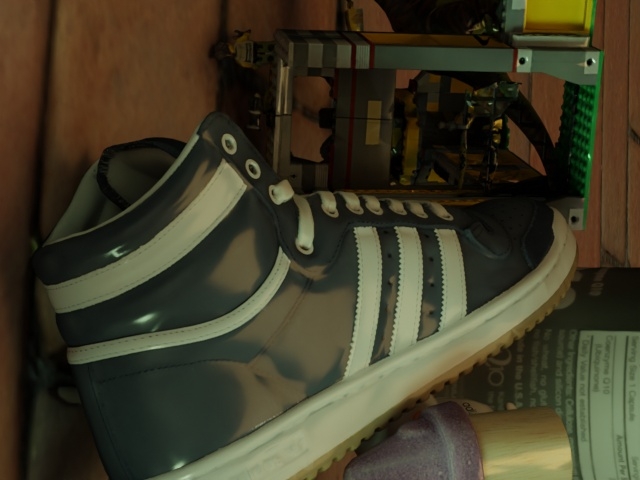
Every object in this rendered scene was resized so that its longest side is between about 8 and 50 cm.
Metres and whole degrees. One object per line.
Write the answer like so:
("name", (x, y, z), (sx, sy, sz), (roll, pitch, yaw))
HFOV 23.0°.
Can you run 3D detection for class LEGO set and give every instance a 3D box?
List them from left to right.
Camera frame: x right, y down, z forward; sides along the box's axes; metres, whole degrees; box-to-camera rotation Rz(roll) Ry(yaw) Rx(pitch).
("LEGO set", (0.033, -0.146, 0.858), (0.255, 0.192, 0.331), (-112, -156, -63))

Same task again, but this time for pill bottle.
("pill bottle", (0.195, 0.097, 1.047), (0.161, 0.283, 0.161), (-1, 90, -69))

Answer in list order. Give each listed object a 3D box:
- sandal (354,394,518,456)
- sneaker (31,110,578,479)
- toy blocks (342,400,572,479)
("sandal", (0.082, 0.122, 0.857), (0.265, 0.076, 0.102), (-123, -150, -51))
("sneaker", (0.000, 0.000, 0.694), (0.282, 0.099, 0.153), (-31, 100, -39))
("toy blocks", (-0.020, 0.236, 0.646), (0.288, 0.260, 0.309), (103, -24, -49))
